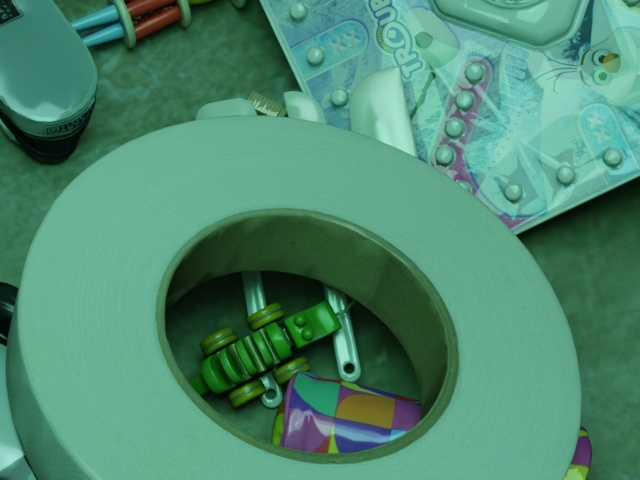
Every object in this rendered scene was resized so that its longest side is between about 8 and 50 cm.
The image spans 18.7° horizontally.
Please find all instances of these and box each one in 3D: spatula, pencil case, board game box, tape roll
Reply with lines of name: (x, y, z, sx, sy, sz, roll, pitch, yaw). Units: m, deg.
spatula: (0.000, 0.000, 1.471, 0.168, 0.019, 0.242, -10, 84, 4)
pencil case: (0.081, 0.161, 1.402, 0.236, 0.104, 0.104, 12, 63, 0)
board game box: (0.149, -0.220, 1.492, 0.390, 0.050, 0.390, -26, 84, 6)
tape roll: (-0.016, 0.081, 1.306, 0.392, 0.072, 0.392, 10, 49, -11)

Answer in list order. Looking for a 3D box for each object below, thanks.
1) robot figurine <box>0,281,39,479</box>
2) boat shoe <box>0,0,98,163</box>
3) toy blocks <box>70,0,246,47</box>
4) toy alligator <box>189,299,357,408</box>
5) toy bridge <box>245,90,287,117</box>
robot figurine: (-0.244, 0.149, 1.335, 0.278, 0.173, 0.209, 29, 25, 10)
boat shoe: (-0.270, -0.200, 1.552, 0.113, 0.105, 0.306, -30, 75, -22)
toy blocks: (-0.152, -0.220, 1.598, 0.148, 0.054, 0.123, -22, 68, -14)
toy alligator: (-0.026, 0.073, 1.431, 0.189, 0.051, 0.056, -28, 83, 3)
toy bridge: (-0.070, -0.035, 1.526, 0.063, 0.026, 0.188, 28, 64, 7)
